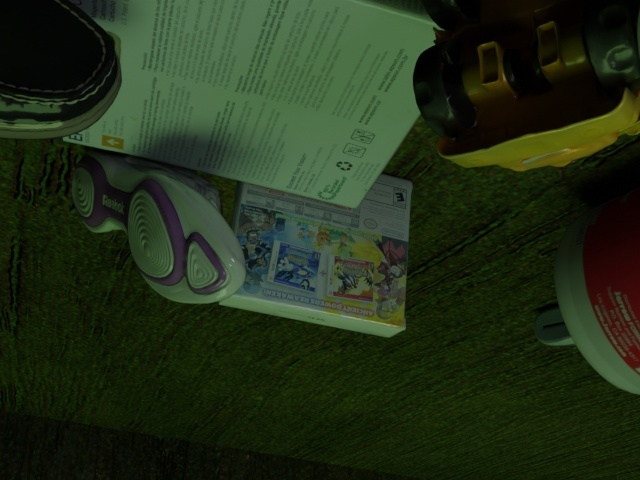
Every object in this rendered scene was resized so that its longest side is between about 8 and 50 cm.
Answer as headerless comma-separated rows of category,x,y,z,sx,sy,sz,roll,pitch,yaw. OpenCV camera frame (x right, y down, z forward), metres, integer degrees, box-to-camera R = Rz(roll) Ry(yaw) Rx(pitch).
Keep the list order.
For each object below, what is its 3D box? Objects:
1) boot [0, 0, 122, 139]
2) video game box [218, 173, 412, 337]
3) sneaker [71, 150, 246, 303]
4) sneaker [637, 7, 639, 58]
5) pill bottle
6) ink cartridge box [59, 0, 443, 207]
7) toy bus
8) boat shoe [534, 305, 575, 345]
boot,-0.295,-0.227,0.534,0.378,0.138,0.284,30,152,-6
video game box,0.000,0.000,0.960,0.205,0.187,0.048,13,153,-15
sneaker,-0.145,-0.030,0.906,0.152,0.114,0.305,-3,-156,-38
sneaker,0.232,-0.189,0.437,0.121,0.079,0.216,-26,135,-24
pill bottle,0.454,0.007,0.843,0.229,0.228,0.408,19,151,-27
ink cartridge box,-0.070,-0.157,0.783,0.330,0.071,0.324,14,154,-11
toy bus,0.177,-0.136,0.616,0.150,0.220,0.211,-11,155,34
boat shoe,0.425,0.115,1.270,0.076,0.083,0.226,7,169,-33
